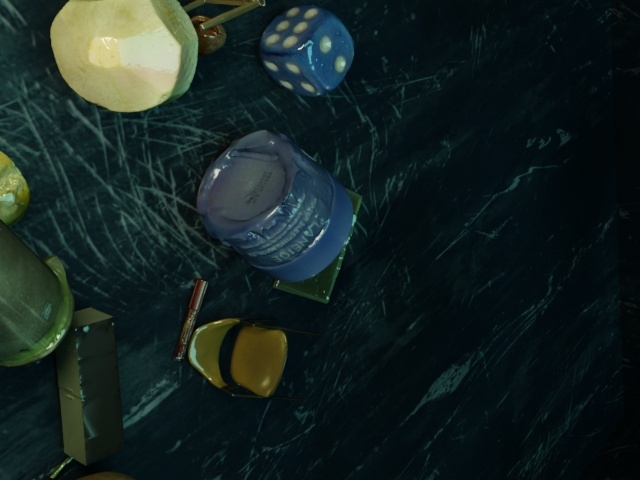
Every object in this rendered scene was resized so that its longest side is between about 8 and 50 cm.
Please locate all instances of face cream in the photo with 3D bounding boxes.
[{"bbox_3d":[-0.093,-0.068,1.833,0.225,0.249,0.248,36,75,-46],"label":"face cream"}]

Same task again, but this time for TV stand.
[{"bbox_3d":[-0.424,0.266,1.678,0.088,0.083,0.269,-17,111,-43],"label":"TV stand"}]

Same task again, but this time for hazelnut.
[{"bbox_3d":[-0.214,-0.383,1.711,0.086,0.086,0.086,-20,117,-45],"label":"hazelnut"}]

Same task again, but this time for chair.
[{"bbox_3d":[-0.180,-0.501,1.642,0.272,0.166,0.188,-37,127,-36],"label":"chair"},{"bbox_3d":[-0.141,0.248,1.965,0.247,0.172,0.158,11,95,-58],"label":"chair"}]

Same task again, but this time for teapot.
[{"bbox_3d":[-0.525,0.083,1.370,0.270,0.200,0.337,-59,157,-19],"label":"teapot"}]

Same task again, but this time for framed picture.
[{"bbox_3d":[0.000,0.000,2.144,0.209,0.019,0.281,24,84,-51],"label":"framed picture"}]

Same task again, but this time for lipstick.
[{"bbox_3d":[-0.266,0.165,1.884,0.027,0.027,0.176,15,92,-51],"label":"lipstick"}]

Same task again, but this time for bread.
[{"bbox_3d":[-0.510,-0.066,1.457,0.103,0.110,0.156,-47,137,-38],"label":"bread"}]

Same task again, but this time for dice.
[{"bbox_3d":[-0.027,-0.387,1.879,0.143,0.147,0.146,-60,138,-19],"label":"dice"}]

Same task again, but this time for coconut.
[{"bbox_3d":[-0.320,-0.309,1.498,0.237,0.237,0.197,-15,117,-46],"label":"coconut"}]

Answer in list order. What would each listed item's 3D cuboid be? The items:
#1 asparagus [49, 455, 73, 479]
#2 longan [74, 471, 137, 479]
[{"bbox_3d":[-0.454,0.395,1.753,0.163,0.016,0.016,-44,106,-32],"label":"asparagus"},{"bbox_3d":[-0.424,0.545,1.680,0.246,0.215,0.245,3,90,-73],"label":"longan"}]
